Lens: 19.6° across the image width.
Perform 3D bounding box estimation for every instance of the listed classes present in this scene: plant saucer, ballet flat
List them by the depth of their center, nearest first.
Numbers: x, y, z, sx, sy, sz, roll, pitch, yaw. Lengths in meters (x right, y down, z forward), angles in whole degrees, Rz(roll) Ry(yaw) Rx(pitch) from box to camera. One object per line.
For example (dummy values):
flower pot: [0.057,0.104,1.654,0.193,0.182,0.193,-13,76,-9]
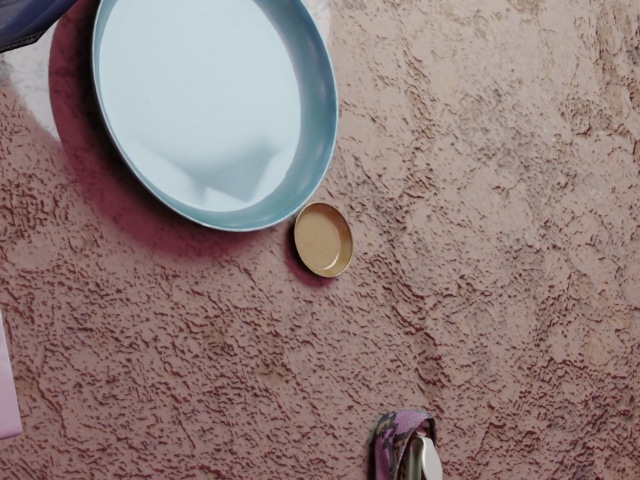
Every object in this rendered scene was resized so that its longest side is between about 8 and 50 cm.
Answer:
plant saucer: [-0.114,-0.161,1.922,0.317,0.043,0.317,12,72,-38]
ballet flat: [0.095,0.287,1.964,0.077,0.079,0.221,15,70,-38]
plant saucer: [0.000,0.000,1.996,0.083,0.015,0.083,12,71,-39]

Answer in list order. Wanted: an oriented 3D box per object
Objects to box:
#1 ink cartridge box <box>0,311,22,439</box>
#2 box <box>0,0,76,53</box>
ink cartridge box: [-0.409,0.137,1.489,0.273,0.198,0.115,-8,85,-41]
box: [-0.305,-0.281,1.574,0.296,0.294,0.183,-27,84,-51]
